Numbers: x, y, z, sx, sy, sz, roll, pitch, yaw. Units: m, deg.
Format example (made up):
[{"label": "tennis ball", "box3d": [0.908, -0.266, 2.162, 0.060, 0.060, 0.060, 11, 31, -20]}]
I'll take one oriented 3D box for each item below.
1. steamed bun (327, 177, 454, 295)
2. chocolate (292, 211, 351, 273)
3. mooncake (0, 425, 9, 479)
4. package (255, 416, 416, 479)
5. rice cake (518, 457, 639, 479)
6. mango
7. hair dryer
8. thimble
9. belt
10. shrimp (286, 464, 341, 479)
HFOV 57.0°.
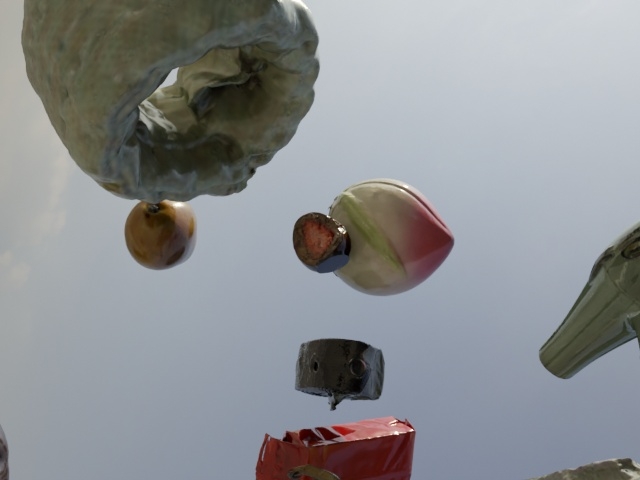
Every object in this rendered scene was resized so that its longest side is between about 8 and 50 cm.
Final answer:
[{"label": "steamed bun", "box3d": [0.184, -0.008, 1.440, 0.309, 0.309, 0.309, -19, -115, 46]}, {"label": "chocolate", "box3d": [0.000, 0.000, 1.311, 0.127, 0.124, 0.133, 124, -46, -58]}, {"label": "mooncake", "box3d": [-0.596, 0.351, 0.846, 0.283, 0.141, 0.282, -6, -106, 22]}, {"label": "package", "box3d": [0.054, 0.546, 1.424, 0.123, 0.424, 0.195, 11, -84, 61]}, {"label": "rice cake", "box3d": [0.239, 0.327, 0.707, 0.365, 0.073, 0.056, -40, -159, 45]}, {"label": "mango", "box3d": [-0.224, -0.013, 0.856, 0.163, 0.090, 0.111, -39, 149, -81]}, {"label": "hair dryer", "box3d": [0.258, 0.115, 0.516, 0.229, 0.092, 0.267, 111, 1, -63]}, {"label": "thimble", "box3d": [-0.156, -0.188, 0.652, 0.195, 0.292, 0.291, 51, -60, 21]}, {"label": "belt", "box3d": [0.042, 0.320, 1.394, 0.289, 0.184, 0.164, 138, -37, -68]}, {"label": "shrimp", "box3d": [-0.022, 0.524, 1.231, 0.178, 0.124, 0.034, -61, -179, 42]}]
